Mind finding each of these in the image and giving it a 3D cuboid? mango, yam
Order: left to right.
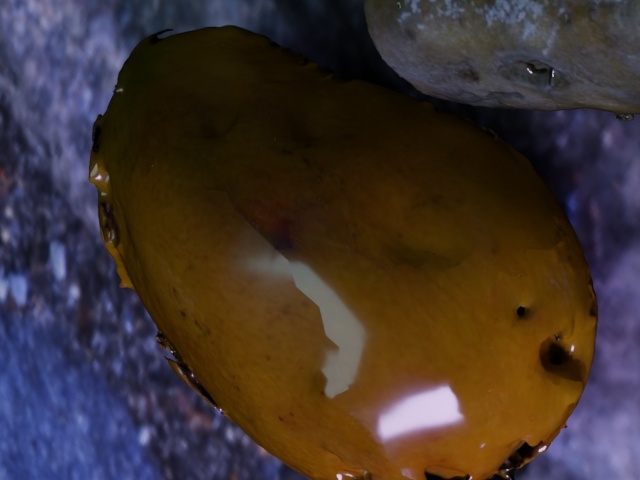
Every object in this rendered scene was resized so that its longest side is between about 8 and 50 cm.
[{"bbox_3d":[0.000,0.000,0.762,0.156,0.151,0.249,-48,54,3],"label":"mango"},{"bbox_3d":[0.117,-0.092,0.646,0.194,0.107,0.107,7,102,42],"label":"yam"}]
